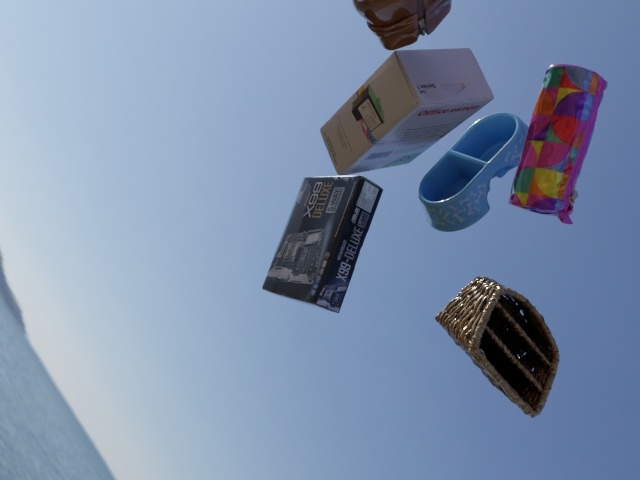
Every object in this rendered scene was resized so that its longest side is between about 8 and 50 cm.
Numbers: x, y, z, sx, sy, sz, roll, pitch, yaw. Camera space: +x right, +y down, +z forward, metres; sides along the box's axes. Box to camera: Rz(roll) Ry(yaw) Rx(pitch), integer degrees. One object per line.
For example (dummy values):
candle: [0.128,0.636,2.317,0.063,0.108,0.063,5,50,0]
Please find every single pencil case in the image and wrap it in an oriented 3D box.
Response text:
pencil case: [0.366,-0.146,0.958,0.104,0.104,0.236,16,-86,54]

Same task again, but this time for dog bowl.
dog bowl: [0.325,-0.152,1.316,0.074,0.297,0.166,47,-5,-33]

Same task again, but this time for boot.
boot: [0.179,-0.401,0.908,0.109,0.283,0.220,64,9,27]

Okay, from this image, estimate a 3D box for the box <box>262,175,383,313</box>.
box: [0.000,0.000,1.478,0.076,0.307,0.242,26,-10,-33]

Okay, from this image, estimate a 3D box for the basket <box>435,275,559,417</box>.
basket: [0.481,0.253,1.579,0.299,0.213,0.223,48,-1,-19]

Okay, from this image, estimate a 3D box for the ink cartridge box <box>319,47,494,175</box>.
ink cartridge box: [0.160,-0.246,1.216,0.278,0.201,0.117,-36,-109,54]
